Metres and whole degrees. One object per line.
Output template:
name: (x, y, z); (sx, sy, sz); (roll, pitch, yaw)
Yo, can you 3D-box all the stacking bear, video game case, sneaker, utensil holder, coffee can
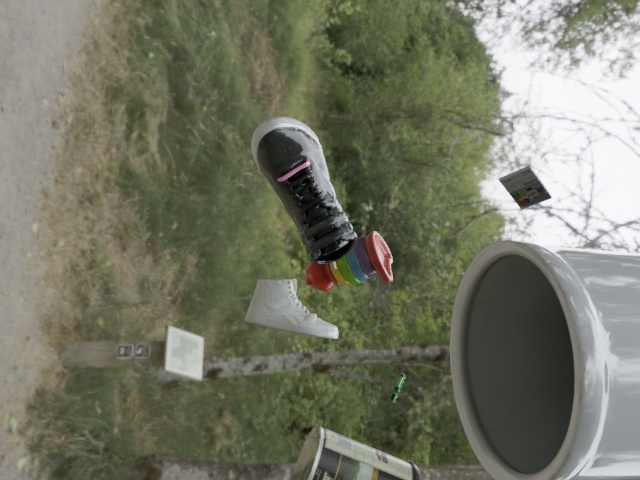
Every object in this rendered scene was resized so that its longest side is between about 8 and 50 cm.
stacking bear: (0.084, 0.089, 1.872); (0.164, 0.289, 0.175); (58, 22, -26)
video game case: (0.536, -0.137, 1.419); (0.087, 0.122, 0.011); (-24, -146, 38)
sneaker: (-0.072, 0.204, 1.687); (0.108, 0.293, 0.169); (112, -8, -75)
sneaker: (-0.012, -0.065, 0.858); (0.146, 0.105, 0.295); (63, 1, 31)
utensil holder: (0.429, 0.173, 0.773); (0.327, 0.386, 0.327); (-176, -90, -78)
coffee can: (0.083, 0.614, 1.372); (0.201, 0.276, 0.201); (-156, -90, -86)

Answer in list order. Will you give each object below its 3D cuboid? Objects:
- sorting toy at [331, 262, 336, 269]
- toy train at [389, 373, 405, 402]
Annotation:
sorting toy: (0.000, 0.000, 1.629); (0.274, 0.046, 0.132); (75, -3, -50)
toy train: (0.197, 0.376, 1.388); (0.083, 0.017, 0.023); (-60, 156, -27)
